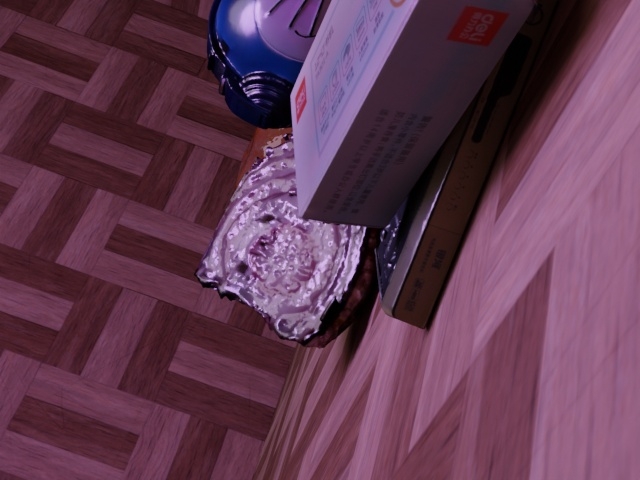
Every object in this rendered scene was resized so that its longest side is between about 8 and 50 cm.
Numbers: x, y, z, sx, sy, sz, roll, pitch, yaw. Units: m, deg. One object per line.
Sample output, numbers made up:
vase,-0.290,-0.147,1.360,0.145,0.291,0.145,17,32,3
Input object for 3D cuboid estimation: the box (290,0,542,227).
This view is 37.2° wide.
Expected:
box,0.053,-0.132,0.683,0.269,0.079,0.135,120,151,-52

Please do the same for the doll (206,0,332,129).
doll,0.016,-0.244,1.170,0.240,0.310,0.284,109,180,-62

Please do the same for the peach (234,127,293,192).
peach,-0.013,-0.088,1.456,0.252,0.252,0.252,-160,90,-88

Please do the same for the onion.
onion,0.000,0.000,1.261,0.280,0.146,0.314,-58,38,0

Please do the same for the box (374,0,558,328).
box,0.108,-0.082,0.768,0.211,0.045,0.270,-81,11,-75
